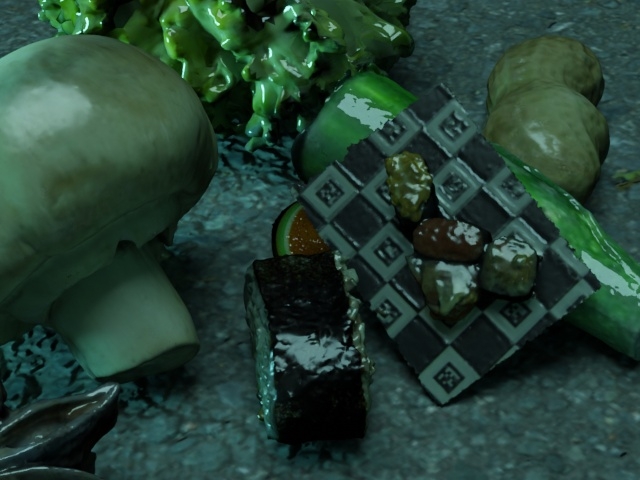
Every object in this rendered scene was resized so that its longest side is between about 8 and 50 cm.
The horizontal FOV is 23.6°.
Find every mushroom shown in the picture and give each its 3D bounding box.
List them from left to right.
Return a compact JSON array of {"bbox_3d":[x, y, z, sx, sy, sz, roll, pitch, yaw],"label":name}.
[{"bbox_3d":[-0.162,-0.011,1.039,0.260,0.254,0.234,-35,86,-36],"label":"mushroom"}]

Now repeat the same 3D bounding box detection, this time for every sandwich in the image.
[{"bbox_3d":[-0.003,0.002,1.154,0.069,0.026,0.101,-5,40,-9],"label":"sandwich"}]

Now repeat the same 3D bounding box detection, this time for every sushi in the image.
[{"bbox_3d":[-0.007,0.068,1.015,0.078,0.090,0.150,-4,35,-7],"label":"sushi"},{"bbox_3d":[0.076,-0.007,1.043,0.139,0.031,0.201,-38,66,5],"label":"sushi"}]

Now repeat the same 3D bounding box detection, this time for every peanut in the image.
[{"bbox_3d":[0.179,-0.097,1.219,0.104,0.085,0.228,17,37,-4],"label":"peanut"}]

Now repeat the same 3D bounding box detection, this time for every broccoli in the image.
[{"bbox_3d":[-0.084,-0.217,1.300,0.324,0.272,0.334,-26,27,42],"label":"broccoli"}]

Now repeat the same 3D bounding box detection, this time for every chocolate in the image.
[{"bbox_3d":[0.121,-0.014,1.099,0.291,0.110,0.110,35,51,26],"label":"chocolate"}]

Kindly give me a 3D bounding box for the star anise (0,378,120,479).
[{"bbox_3d":[-0.220,0.160,0.902,0.236,0.109,0.223,26,52,9],"label":"star anise"}]
